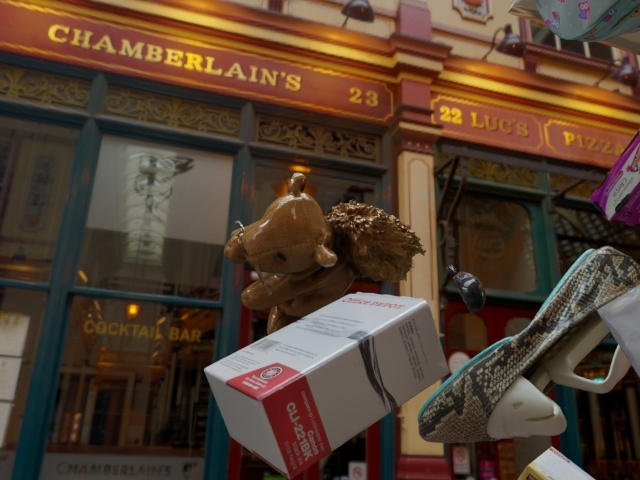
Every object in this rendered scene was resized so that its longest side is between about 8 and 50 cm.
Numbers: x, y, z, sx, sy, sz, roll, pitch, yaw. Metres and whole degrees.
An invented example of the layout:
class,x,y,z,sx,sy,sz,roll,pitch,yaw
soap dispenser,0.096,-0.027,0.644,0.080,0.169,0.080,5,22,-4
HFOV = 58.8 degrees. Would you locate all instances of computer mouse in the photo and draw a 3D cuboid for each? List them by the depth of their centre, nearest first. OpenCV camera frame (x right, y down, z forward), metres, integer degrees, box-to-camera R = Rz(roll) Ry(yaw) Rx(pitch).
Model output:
class,x,y,z,sx,sy,sz,roll,pitch,yaw
computer mouse,0.277,0.082,1.078,0.041,0.071,0.242,-27,5,8

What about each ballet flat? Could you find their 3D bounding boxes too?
class,x,y,z,sx,sy,sz,roll,pitch,yaw
ballet flat,0.382,0.203,0.940,0.483,0.182,0.164,-40,-47,-8

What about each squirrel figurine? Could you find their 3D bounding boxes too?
class,x,y,z,sx,sy,sz,roll,pitch,yaw
squirrel figurine,0.000,0.000,1.175,0.397,0.281,0.370,-14,-20,-7

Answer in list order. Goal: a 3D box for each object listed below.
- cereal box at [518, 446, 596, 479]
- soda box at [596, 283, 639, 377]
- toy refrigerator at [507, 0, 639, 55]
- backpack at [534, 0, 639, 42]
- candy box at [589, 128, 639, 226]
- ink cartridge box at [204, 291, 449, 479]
class,x,y,z,sx,sy,sz,roll,pitch,yaw
cereal box,0.559,0.558,1.278,0.173,0.047,0.240,37,13,33
soda box,0.485,0.187,0.716,0.091,0.286,0.098,8,-42,-40
toy refrigerator,0.395,-0.308,0.733,0.269,0.102,0.094,20,17,5
backpack,0.284,-0.267,0.517,0.115,0.152,0.182,-10,-15,-15
candy box,0.606,-0.094,0.962,0.233,0.071,0.159,7,-52,-19
ink cartridge box,0.008,0.179,0.787,0.273,0.114,0.197,-25,11,-28
